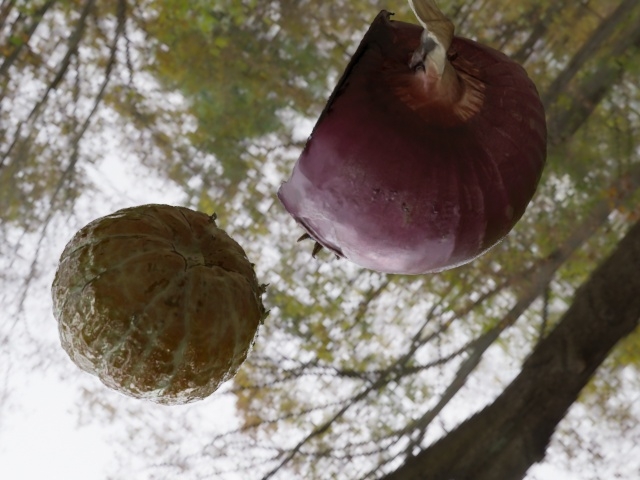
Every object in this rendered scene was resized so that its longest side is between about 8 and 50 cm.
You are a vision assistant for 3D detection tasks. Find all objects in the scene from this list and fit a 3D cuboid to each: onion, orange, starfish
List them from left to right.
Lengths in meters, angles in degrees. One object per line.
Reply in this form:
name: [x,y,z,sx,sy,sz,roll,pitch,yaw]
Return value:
orange: [-0.242,0.087,1.596,0.329,0.249,0.329,26,-145,-20]
starfish: [0.000,0.000,1.946,0.091,0.028,0.078,5,-124,-14]
onion: [0.104,-0.083,1.055,0.230,0.256,0.272,30,-179,-5]
